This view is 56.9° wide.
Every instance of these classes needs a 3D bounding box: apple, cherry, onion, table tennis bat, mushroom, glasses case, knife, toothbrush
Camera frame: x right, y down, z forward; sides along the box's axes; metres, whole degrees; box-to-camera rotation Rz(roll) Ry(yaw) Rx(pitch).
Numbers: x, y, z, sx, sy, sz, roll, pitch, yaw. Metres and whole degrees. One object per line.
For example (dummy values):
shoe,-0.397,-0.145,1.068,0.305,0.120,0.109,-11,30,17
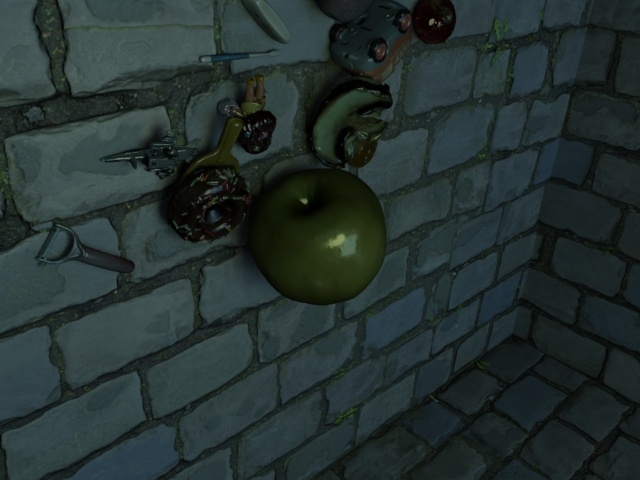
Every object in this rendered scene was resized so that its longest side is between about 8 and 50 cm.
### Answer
apple,0.000,0.000,1.936,0.473,0.473,0.474,-25,129,-35
cherry,0.081,-0.762,1.756,0.266,0.183,0.213,-6,131,-59
onion,0.426,-0.797,2.131,0.184,0.147,0.184,-11,112,-28
table tennis bat,-0.306,-0.221,1.724,0.198,0.050,0.321,-6,135,-49
mushroom,0.099,-0.403,1.960,0.247,0.130,0.344,13,135,-14
glasses case,-0.151,-0.630,1.674,0.049,0.074,0.193,-56,141,-6
knife,-0.619,0.054,1.608,0.278,0.053,0.123,27,97,-49
toothbrush,-0.227,-0.531,1.699,0.275,0.025,0.019,-19,119,-36

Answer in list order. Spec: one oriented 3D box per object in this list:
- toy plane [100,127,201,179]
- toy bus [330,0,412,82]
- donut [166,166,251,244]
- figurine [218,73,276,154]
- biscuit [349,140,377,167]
toy plane,-0.452,-0.222,1.593,0.262,0.088,0.192,-21,154,-33
toy bus,0.178,-0.643,1.945,0.288,0.194,0.232,-53,152,-10
donut,-0.321,-0.097,1.733,0.269,0.103,0.270,-28,149,-18
figurine,-0.200,-0.372,1.744,0.174,0.115,0.240,-27,130,-34
biscuit,0.135,-0.369,2.151,0.181,0.049,0.208,-31,130,-30
